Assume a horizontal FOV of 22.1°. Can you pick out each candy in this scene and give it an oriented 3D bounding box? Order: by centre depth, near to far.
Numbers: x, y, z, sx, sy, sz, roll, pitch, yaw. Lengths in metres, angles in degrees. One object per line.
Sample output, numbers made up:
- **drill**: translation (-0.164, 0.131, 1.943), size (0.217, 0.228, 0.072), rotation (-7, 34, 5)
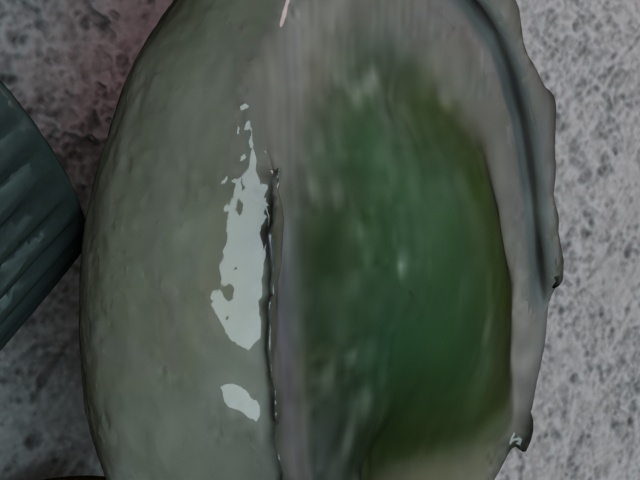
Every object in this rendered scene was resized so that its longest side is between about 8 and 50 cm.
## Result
- **candy**: translation (0.000, 0.000, 1.007), size (0.386, 0.186, 0.427), rotation (-19, 115, -50)

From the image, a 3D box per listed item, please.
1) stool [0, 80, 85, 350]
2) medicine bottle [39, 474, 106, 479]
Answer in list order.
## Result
- **stool**: translation (-0.328, 0.026, 0.889), size (0.330, 0.297, 0.297), rotation (-48, 117, -21)
- **medicine bottle**: translation (-0.173, 0.306, 1.041), size (0.238, 0.238, 0.232), rotation (-30, 112, -23)
